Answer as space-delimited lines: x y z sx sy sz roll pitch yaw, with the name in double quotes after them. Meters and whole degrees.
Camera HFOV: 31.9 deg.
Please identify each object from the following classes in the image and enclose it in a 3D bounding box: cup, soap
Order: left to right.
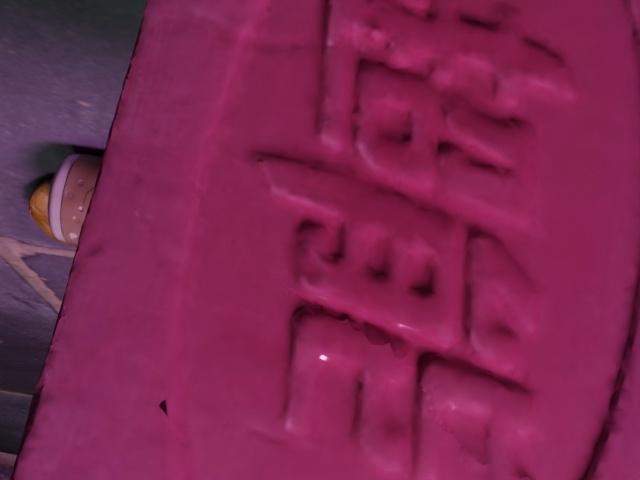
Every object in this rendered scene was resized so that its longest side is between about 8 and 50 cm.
-0.150 -0.015 0.854 0.099 0.074 0.102 11 132 7 "cup"
0.027 0.009 0.433 0.232 0.360 0.128 12 161 0 "soap"

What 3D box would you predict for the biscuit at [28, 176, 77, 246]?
-0.126 -0.003 0.953 0.247 0.029 0.118 12 159 -3 "biscuit"
